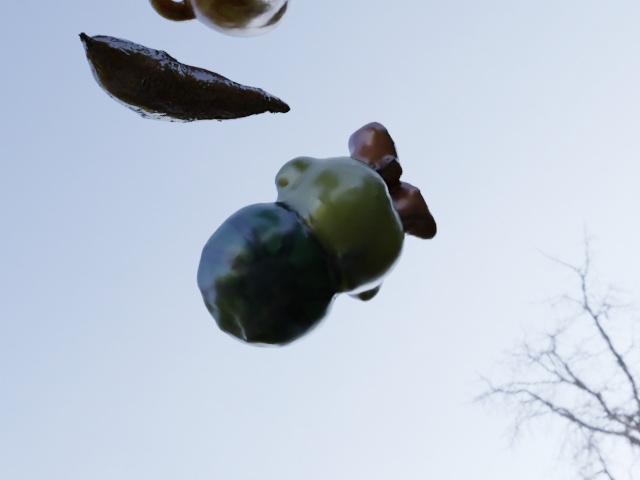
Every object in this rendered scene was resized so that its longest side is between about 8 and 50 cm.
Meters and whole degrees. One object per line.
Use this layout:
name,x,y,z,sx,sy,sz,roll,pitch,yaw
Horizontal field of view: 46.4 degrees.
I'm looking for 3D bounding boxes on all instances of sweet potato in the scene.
sweet potato,-0.127,-0.136,0.692,0.226,0.068,0.068,11,-55,-39

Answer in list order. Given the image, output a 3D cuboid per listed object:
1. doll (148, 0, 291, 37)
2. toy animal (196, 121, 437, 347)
doll,-0.085,-0.363,0.931,0.166,0.162,0.270,49,-36,-8
toy animal,0.000,0.001,0.967,0.338,0.191,0.216,-35,-80,-19
